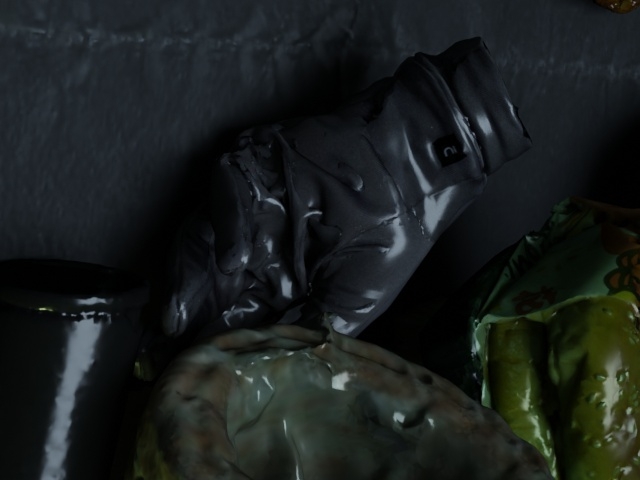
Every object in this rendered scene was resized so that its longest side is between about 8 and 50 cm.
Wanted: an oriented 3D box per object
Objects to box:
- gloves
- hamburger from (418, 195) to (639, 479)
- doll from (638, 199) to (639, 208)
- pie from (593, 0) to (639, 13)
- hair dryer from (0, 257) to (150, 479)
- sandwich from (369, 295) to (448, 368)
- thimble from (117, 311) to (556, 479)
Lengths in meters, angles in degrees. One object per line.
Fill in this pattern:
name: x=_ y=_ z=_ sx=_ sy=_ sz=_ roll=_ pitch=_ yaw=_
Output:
gloves: x=0.001 y=-0.003 z=1.077 sx=0.285 sy=0.119 sz=0.142 roll=-35 pitch=102 yaw=-17
hamburger: x=0.158 y=0.106 z=1.121 sx=0.235 sy=0.125 sz=0.214 roll=-46 pitch=115 yaw=-50
doll: x=0.308 y=0.143 z=1.349 sx=0.378 sy=0.252 sz=0.382 roll=39 pitch=37 yaw=-27
pie: x=0.228 y=-0.212 z=1.313 sx=0.191 sy=0.033 sz=0.088 roll=-52 pitch=147 yaw=-24
hair dryer: x=-0.214 y=0.100 z=0.939 sx=0.251 sy=0.089 sz=0.197 roll=7 pitch=98 yaw=-37
sandwich: x=0.072 y=0.091 z=1.202 sx=0.244 sy=0.090 sz=0.088 roll=-29 pitch=123 yaw=-35
thimble: x=0.006 y=0.154 z=0.978 sx=0.196 sy=0.229 sz=0.148 roll=-31 pitch=147 yaw=-49
